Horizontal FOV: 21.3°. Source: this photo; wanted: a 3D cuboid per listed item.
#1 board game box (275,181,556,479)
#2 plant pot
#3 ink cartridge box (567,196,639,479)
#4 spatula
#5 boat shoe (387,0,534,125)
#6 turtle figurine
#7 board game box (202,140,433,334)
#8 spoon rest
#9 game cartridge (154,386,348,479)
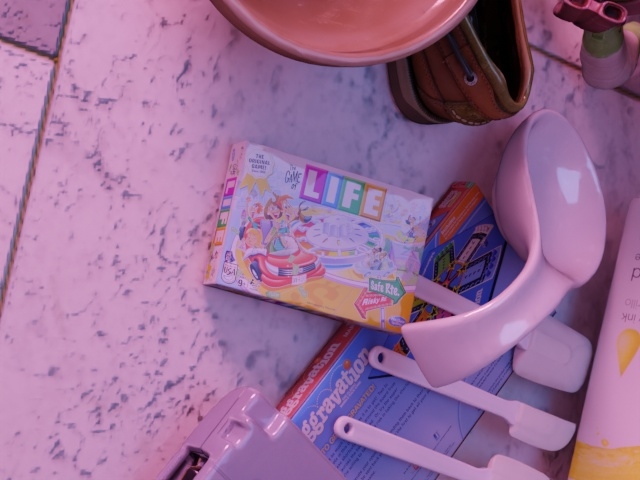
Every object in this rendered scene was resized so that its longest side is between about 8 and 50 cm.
[{"bbox_3d":[0.069,0.102,1.297,0.281,0.027,0.145,-50,122,-27],"label":"board game box"},{"bbox_3d":[0.000,-0.234,1.155,0.237,0.109,0.237,-1,92,-22],"label":"plant pot"},{"bbox_3d":[0.359,0.179,1.361,0.160,0.279,0.385,29,72,-53],"label":"ink cartridge box"},{"bbox_3d":[0.116,0.116,1.311,0.242,0.019,0.168,25,77,-34],"label":"spatula"},{"bbox_3d":[0.098,-0.238,1.258,0.110,0.104,0.307,-24,106,-36],"label":"boat shoe"},{"bbox_3d":[0.249,-0.250,1.316,0.266,0.197,0.275,59,11,-52],"label":"turtle figurine"},{"bbox_3d":[0.000,0.000,1.210,0.154,0.026,0.103,15,80,-24],"label":"board game box"},{"bbox_3d":[0.158,0.004,1.285,0.137,0.084,0.276,61,42,-22],"label":"spoon rest"},{"bbox_3d":[-0.079,0.270,1.146,0.196,0.060,0.294,48,69,-26],"label":"game cartridge"}]
